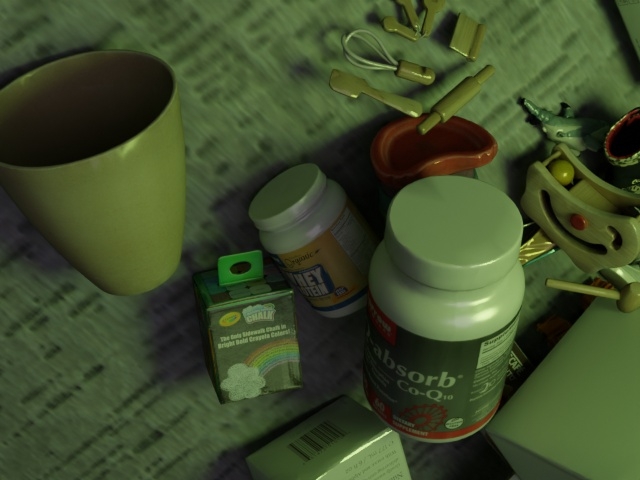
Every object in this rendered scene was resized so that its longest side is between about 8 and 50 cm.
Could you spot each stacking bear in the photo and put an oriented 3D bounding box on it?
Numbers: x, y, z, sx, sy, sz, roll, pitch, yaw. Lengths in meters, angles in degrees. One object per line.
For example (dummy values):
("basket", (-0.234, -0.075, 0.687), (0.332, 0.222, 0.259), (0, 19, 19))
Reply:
("stacking bear", (0.170, -0.031, 1.464), (0.175, 0.164, 0.289), (-16, 126, -8))

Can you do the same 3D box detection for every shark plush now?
("shark plush", (0.386, -0.187, 1.547), (0.161, 0.073, 0.067), (20, 81, -6))

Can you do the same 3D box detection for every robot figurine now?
("robot figurine", (0.503, 0.217, 1.706), (0.211, 0.085, 0.291), (-38, 117, -6))

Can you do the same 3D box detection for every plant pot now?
("plant pot", (-0.278, -0.067, 1.272), (0.257, 0.256, 0.274), (-21, 132, -9))

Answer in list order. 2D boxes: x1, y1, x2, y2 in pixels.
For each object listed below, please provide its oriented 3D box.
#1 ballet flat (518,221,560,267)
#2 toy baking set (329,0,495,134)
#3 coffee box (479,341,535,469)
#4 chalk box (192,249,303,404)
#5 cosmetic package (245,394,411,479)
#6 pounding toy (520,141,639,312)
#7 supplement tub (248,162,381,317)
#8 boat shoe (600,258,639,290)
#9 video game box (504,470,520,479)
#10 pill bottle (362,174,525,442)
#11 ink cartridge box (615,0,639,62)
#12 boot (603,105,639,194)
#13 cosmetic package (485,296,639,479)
("ballet flat", (0.302, 0.028, 1.587), (0.232, 0.080, 0.073), (-31, 89, -7))
("toy baking set", (0.133, -0.254, 1.394), (0.197, 0.030, 0.256), (47, 70, -7))
("coffee box", (0.301, 0.254, 1.648), (0.141, 0.098, 0.246), (-39, 118, 0))
("chalk box", (-0.112, 0.111, 1.441), (0.132, 0.132, 0.213), (-10, 112, -13))
("cosmetic package", (0.047, 0.480, 1.600), (0.217, 0.156, 0.385), (-30, 117, -23))
("pounding toy", (0.410, -0.015, 1.477), (0.155, 0.154, 0.269), (-35, 76, -30))
("supplement tub", (0.000, 0.000, 1.425), (0.144, 0.144, 0.199), (-38, 117, -1))
("boat shoe", (0.559, 0.067, 1.683), (0.184, 0.066, 0.063), (30, 85, -23))
("video game box", (0.296, 0.481, 1.696), (0.048, 0.187, 0.205), (43, 97, 14))
("pill bottle", (0.167, 0.098, 1.337), (0.210, 0.210, 0.363), (-14, 136, -13))
("ink cartridge box", (0.552, -0.405, 1.499), (0.239, 0.060, 0.275), (-47, 120, -25))
("boot", (0.541, -0.170, 1.524), (0.236, 0.085, 0.178), (-41, 154, 4))
("cosmetic package", (0.544, 0.347, 1.505), (0.329, 0.327, 0.393), (-45, 118, -16))
